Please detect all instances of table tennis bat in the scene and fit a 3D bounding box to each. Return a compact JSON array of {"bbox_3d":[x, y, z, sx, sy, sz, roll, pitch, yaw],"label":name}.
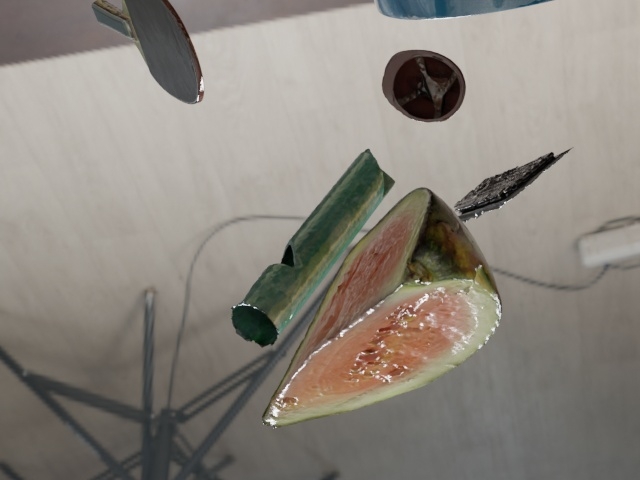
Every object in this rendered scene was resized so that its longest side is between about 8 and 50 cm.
[{"bbox_3d":[-0.211,-0.248,1.310,0.021,0.274,0.154,-30,125,-21],"label":"table tennis bat"}]

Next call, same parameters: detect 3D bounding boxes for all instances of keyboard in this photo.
[{"bbox_3d":[0.154,-0.047,0.934,0.074,0.196,0.015,-43,93,-7],"label":"keyboard"}]

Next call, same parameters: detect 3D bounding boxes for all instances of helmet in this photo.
[{"bbox_3d":[0.139,-0.197,1.403,0.111,0.057,0.089,27,103,17],"label":"helmet"}]

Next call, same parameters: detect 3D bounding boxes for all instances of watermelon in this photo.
[{"bbox_3d":[0.040,0.037,0.496,0.069,0.087,0.163,32,145,-5],"label":"watermelon"}]

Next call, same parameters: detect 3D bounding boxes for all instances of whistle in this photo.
[{"bbox_3d":[0.000,0.000,0.762,0.039,0.186,0.039,20,136,20],"label":"whistle"}]

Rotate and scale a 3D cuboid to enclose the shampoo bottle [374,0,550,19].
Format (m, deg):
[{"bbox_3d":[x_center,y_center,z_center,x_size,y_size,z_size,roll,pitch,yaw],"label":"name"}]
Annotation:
[{"bbox_3d":[0.169,-0.420,1.015,0.331,0.331,0.342,-12,113,13],"label":"shampoo bottle"}]
